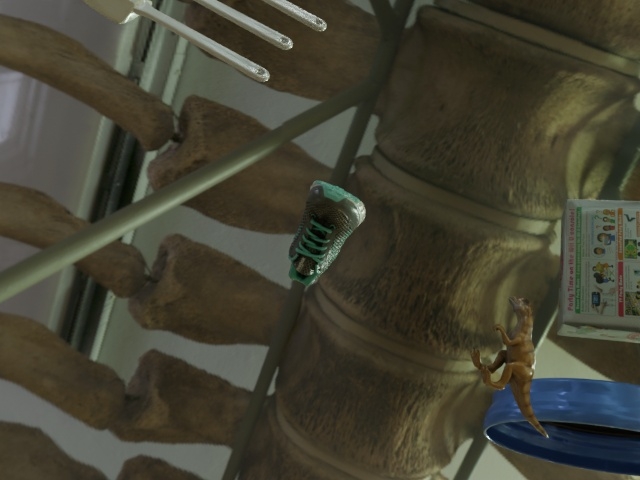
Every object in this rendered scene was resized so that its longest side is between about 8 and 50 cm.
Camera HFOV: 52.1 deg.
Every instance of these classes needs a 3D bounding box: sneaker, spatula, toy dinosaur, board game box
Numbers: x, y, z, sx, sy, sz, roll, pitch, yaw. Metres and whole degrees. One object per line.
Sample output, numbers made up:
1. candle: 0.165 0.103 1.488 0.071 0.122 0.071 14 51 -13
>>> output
1. sneaker: 0.000 0.000 0.680 0.064 0.166 0.076 25 -114 5
2. spatula: -0.128 -0.255 0.708 0.242 0.168 0.019 32 -39 7
3. toy dinosaur: 0.277 0.186 0.925 0.112 0.064 0.212 -3 -90 -8
4. board game box: 0.560 0.055 1.089 0.303 0.097 0.224 4 -110 15

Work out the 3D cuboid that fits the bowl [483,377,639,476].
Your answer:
1. bowl: 0.479 0.323 1.117 0.390 0.391 0.077 7 -115 15
